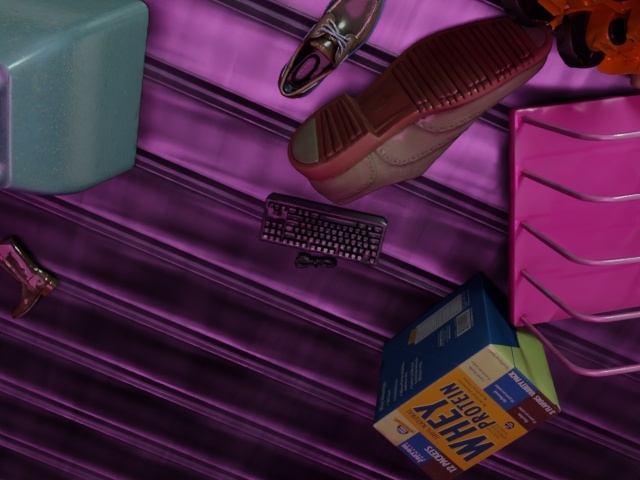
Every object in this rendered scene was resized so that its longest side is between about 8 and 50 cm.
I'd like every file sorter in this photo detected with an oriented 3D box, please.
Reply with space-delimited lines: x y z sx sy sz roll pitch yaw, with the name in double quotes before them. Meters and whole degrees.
"file sorter" 0.356 -0.012 0.784 0.202 0.182 0.290 -8 109 -7

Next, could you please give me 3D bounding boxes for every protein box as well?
"protein box" 0.199 0.189 0.934 0.136 0.200 0.201 43 114 -11

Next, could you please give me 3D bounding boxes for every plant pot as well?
"plant pot" -0.386 -0.187 0.817 0.248 0.252 0.247 14 116 1

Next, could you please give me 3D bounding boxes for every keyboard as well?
"keyboard" 0.000 0.000 0.974 0.180 0.023 0.108 13 116 3

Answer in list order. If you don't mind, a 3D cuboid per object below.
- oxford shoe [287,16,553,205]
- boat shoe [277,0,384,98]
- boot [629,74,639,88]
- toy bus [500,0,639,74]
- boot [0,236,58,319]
"oxford shoe" 0.133 -0.162 0.849 0.348 0.123 0.130 -25 140 14
"boat shoe" 0.014 -0.247 0.830 0.066 0.066 0.183 37 115 -9
"boot" 0.499 -0.293 0.729 0.236 0.089 0.269 12 116 17
"toy bus" 0.318 -0.312 0.705 0.220 0.149 0.211 27 78 -28
"boot" -0.500 0.060 1.069 0.106 0.037 0.114 -40 107 9
